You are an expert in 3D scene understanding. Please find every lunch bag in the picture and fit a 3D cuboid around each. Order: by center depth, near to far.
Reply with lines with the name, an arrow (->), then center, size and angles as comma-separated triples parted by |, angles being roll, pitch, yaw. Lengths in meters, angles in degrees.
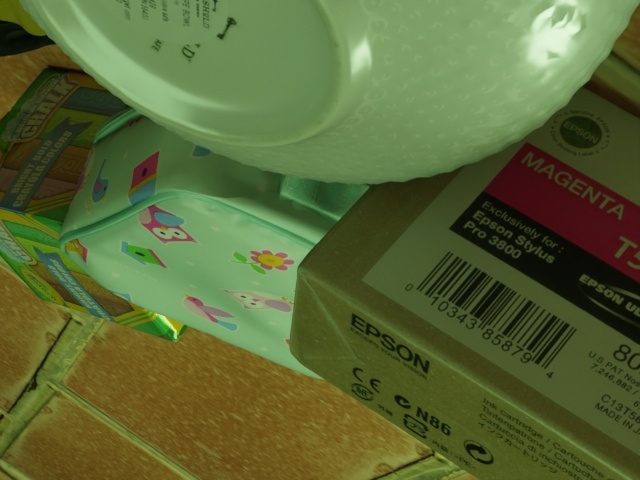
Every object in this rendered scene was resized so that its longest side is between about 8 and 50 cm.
lunch bag -> 0.000, 0.000, 1.068 | 0.279, 0.108, 0.224 | 24, 156, -24

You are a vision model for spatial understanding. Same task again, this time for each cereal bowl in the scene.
cereal bowl -> -0.029, -0.143, 0.745 | 0.339, 0.141, 0.339 | 21, 147, 14

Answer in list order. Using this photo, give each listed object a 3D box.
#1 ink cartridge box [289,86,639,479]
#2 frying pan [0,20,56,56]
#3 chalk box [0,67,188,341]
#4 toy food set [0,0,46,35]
ink cartridge box -> 0.133, 0.034, 0.866 | 0.234, 0.193, 0.088 | 31, 148, 19
frying pan -> -0.123, -0.127, 1.109 | 0.197, 0.053, 0.326 | 38, 158, -14
chalk box -> -0.170, -0.033, 1.268 | 0.213, 0.132, 0.132 | 11, 149, 44
toy food set -> -0.154, -0.199, 0.942 | 0.128, 0.071, 0.218 | 39, 135, -20
